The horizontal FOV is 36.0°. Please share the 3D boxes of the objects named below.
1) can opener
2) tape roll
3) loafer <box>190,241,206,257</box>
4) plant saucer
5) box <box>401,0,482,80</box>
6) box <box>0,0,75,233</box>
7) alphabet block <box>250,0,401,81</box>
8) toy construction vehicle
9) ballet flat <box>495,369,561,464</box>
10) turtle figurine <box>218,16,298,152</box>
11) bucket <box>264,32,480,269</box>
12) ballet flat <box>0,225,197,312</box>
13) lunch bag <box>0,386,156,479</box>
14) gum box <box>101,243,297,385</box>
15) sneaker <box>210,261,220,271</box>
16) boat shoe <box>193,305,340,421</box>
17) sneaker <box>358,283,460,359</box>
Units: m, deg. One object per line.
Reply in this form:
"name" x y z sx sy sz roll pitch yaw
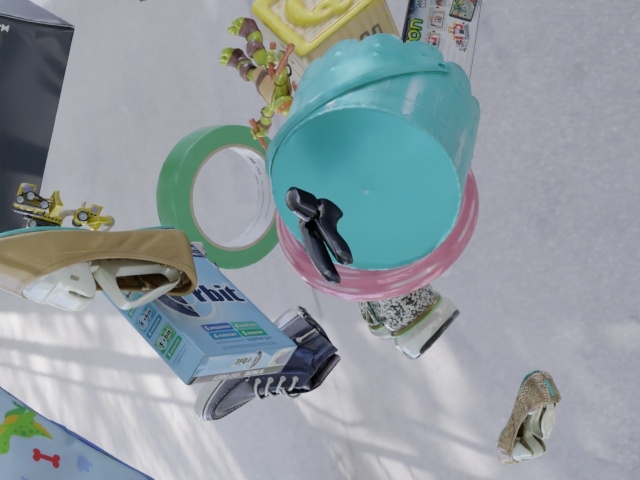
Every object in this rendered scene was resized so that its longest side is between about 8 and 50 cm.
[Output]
"can opener" 0.000 0.000 1.105 0.059 0.073 0.186 -65 22 21
"tape roll" -0.208 -0.098 2.198 0.077 0.321 0.321 8 110 51
"loafer" -0.211 0.073 1.449 0.319 0.112 0.111 -88 -3 -82
"plant saucer" 0.083 -0.065 1.569 0.332 0.332 0.084 51 172 33
"box" 0.178 -0.298 1.504 0.036 0.114 0.207 100 -179 -72
"box" -0.392 -0.151 1.129 0.184 0.103 0.261 35 115 41
"alphabet block" 0.019 -0.391 1.851 0.192 0.193 0.197 46 176 34
"toy construction vehicle" -0.257 -0.029 0.979 0.086 0.098 0.035 142 136 -60
"ballet flat" 0.319 0.291 1.506 0.067 0.073 0.206 -125 30 -45
"turtle figurine" -0.093 -0.298 1.748 0.217 0.087 0.269 56 153 28
"bucket" 0.069 -0.110 1.280 0.183 0.281 0.281 -72 -15 -54
"ballet flat" -0.198 0.027 0.875 0.080 0.232 0.073 -39 69 37
"lunch bag" -0.205 0.195 0.633 0.219 0.176 0.090 38 118 -13
"gum box" -0.136 0.070 1.027 0.184 0.157 0.041 41 110 27
"sneaker" -0.212 0.053 1.857 0.098 0.038 0.069 72 174 -50
"boat shoe" -0.110 0.303 2.166 0.158 0.340 0.127 39 165 29
"sneaker" 0.131 0.088 1.871 0.182 0.158 0.410 50 173 -10
